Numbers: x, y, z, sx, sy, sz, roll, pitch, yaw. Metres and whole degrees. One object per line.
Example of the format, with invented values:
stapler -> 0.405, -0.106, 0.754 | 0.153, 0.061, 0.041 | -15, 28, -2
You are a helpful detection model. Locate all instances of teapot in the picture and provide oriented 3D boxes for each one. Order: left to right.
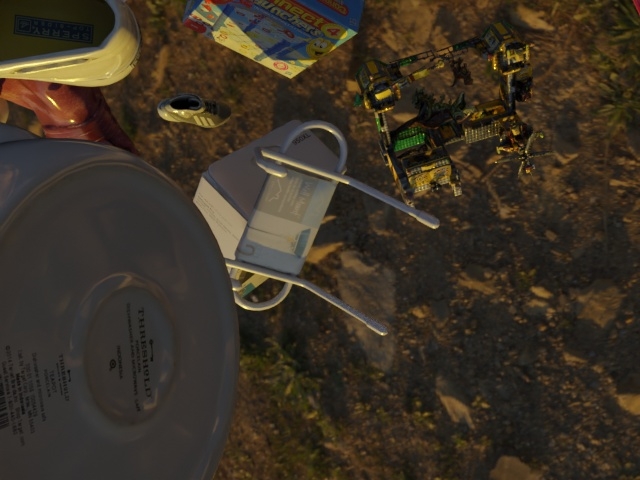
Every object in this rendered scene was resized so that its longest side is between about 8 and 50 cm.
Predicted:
teapot -> -0.177, 0.071, 0.397 | 0.187, 0.252, 0.256 | -6, 48, 25

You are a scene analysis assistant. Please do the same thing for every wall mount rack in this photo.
wall mount rack -> 0.000, 0.000, 1.124 | 0.349, 0.304, 0.130 | -66, 22, 18

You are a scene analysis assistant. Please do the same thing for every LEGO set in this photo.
LEGO set -> 0.226, -0.193, 1.146 | 0.254, 0.332, 0.192 | 83, 174, -45

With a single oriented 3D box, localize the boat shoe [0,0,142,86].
boat shoe -> -0.357, -0.200, 0.634 | 0.156, 0.367, 0.135 | -163, 77, -80

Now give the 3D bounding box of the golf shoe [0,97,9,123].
golf shoe -> -0.463, -0.103, 0.920 | 0.306, 0.140, 0.115 | -84, 7, -52

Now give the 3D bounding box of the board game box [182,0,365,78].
board game box -> -0.113, -0.515, 1.576 | 0.302, 0.308, 0.086 | -15, 59, 58

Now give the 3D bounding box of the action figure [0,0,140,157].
action figure -> -0.357, -0.186, 1.016 | 0.248, 0.275, 0.370 | 23, 150, 39

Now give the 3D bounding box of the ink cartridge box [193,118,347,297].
ink cartridge box -> -0.148, -0.040, 1.527 | 0.166, 0.285, 0.395 | 45, 143, 10

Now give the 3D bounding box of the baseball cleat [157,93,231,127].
baseball cleat -> -0.289, -0.316, 1.699 | 0.109, 0.206, 0.072 | -5, 94, 50

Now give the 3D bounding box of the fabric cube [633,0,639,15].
fabric cube -> 0.637, -0.490, 1.053 | 0.258, 0.259, 0.254 | 103, 161, -61
